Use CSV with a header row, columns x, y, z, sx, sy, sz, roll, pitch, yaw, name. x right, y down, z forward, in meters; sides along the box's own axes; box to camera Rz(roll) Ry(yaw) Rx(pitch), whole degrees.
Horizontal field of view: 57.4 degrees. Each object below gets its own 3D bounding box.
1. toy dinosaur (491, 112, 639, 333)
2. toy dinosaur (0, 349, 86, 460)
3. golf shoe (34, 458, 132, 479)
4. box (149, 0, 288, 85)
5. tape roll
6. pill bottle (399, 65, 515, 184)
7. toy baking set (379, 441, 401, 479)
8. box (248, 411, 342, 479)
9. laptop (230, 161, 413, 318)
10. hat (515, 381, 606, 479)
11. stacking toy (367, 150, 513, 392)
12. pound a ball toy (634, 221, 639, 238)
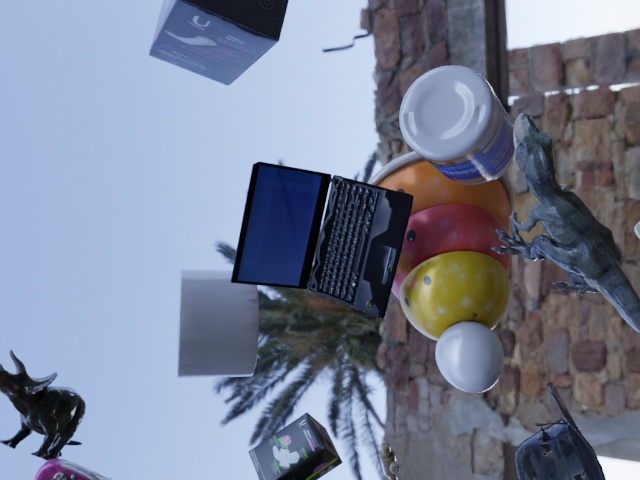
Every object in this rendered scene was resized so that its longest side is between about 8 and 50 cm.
x,y,z,sx,sy,sz,roll,pitch,yaw,name
0.232,0.014,0.528,0.064,0.118,0.268,-42,-86,-14,toy dinosaur
-0.525,0.353,1.167,0.313,0.121,0.160,62,-139,-54,toy dinosaur
-0.408,0.512,1.130,0.306,0.115,0.140,43,-176,-13,golf shoe
-0.173,-0.385,0.983,0.165,0.270,0.143,15,-97,-25,box
-0.239,0.187,1.330,0.246,0.169,0.246,-178,90,-76,tape roll
0.251,-0.181,1.009,0.272,0.152,0.152,17,-105,-60,pill bottle
0.149,0.497,1.086,0.256,0.030,0.196,75,-179,-50,toy baking set
-0.028,0.251,0.679,0.052,0.083,0.062,57,-179,42,box
0.000,0.000,1.055,0.136,0.264,0.234,-8,-66,-59,laptop
0.424,0.417,1.025,0.331,0.134,0.331,59,-166,-25,hat
0.258,0.075,1.142,0.480,0.351,0.350,-95,-18,-48,stacking toy
0.641,0.041,0.857,0.319,0.136,0.208,54,-171,21,pound a ball toy
